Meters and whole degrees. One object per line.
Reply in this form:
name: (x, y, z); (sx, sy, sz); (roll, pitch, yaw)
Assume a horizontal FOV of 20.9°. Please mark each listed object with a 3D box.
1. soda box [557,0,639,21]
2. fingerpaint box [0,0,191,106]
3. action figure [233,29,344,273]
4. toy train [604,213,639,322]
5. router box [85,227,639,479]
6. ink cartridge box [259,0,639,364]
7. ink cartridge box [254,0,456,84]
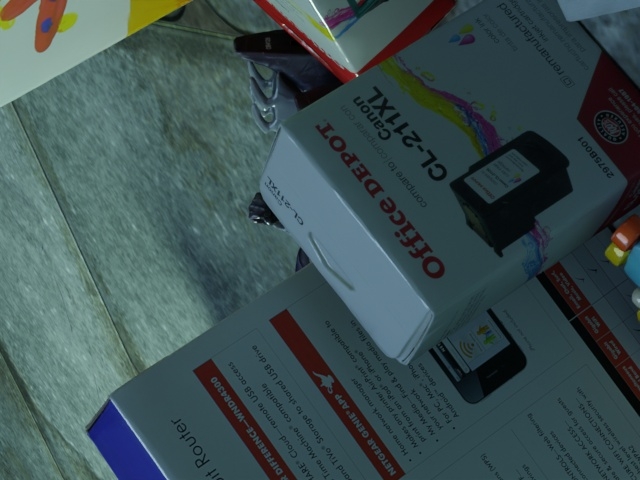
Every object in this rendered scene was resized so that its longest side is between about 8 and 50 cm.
soda box: (0.186, -0.157, 0.633); (0.091, 0.098, 0.286); (62, 157, -13)
fingerpaint box: (-0.218, -0.277, 0.925); (0.163, 0.371, 0.445); (43, 154, 28)
action figure: (0.000, 0.000, 1.170); (0.185, 0.099, 0.285); (-115, 20, -49)
toy train: (0.212, 0.047, 0.890); (0.125, 0.046, 0.166); (34, 161, 52)
router box: (0.090, 0.148, 0.947); (0.335, 0.301, 0.082); (55, 156, 7)
ink cartridge box: (0.076, -0.038, 0.897); (0.127, 0.175, 0.072); (51, 156, 13)
ink cartridge box: (-0.009, -0.174, 0.960); (0.134, 0.078, 0.231); (45, 177, 27)
